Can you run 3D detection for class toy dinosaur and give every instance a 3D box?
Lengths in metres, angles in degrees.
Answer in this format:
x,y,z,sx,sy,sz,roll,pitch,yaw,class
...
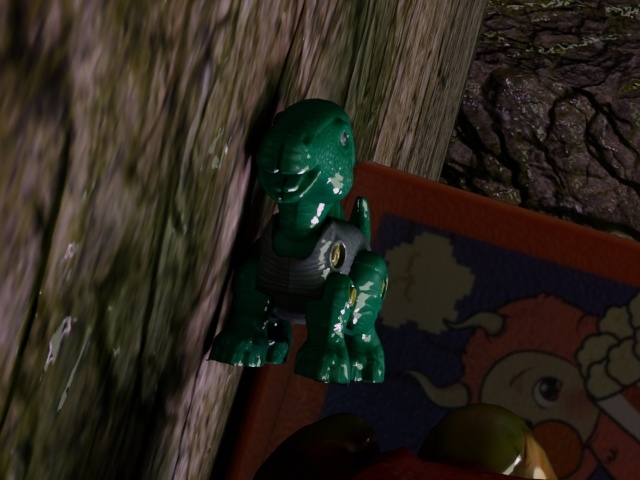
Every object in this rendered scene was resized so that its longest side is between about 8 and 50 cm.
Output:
x,y,z,sx,sy,sz,roll,pitch,yaw,class
0.000,0.000,0.552,0.132,0.059,0.096,2,99,-76,toy dinosaur

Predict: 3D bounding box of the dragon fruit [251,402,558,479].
x,y,z,sx,sy,sz,roll,pitch,yaw,class
0.003,0.205,0.437,0.307,0.243,0.227,-38,-159,0,dragon fruit

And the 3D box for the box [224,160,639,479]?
x,y,z,sx,sy,sz,roll,pitch,yaw,class
0.073,0.187,0.774,0.318,0.257,0.349,78,29,-76,box
